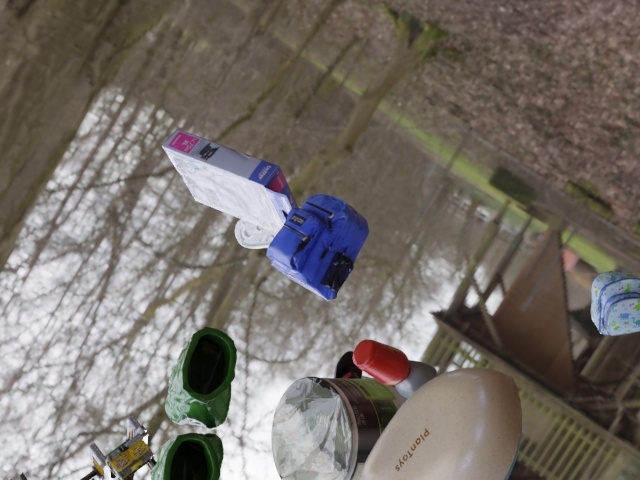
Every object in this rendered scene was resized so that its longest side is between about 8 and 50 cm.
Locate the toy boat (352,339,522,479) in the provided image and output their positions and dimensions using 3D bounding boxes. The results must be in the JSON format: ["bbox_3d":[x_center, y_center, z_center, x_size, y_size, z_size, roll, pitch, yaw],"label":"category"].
[{"bbox_3d":[0.155,0.253,1.196,0.148,0.267,0.318,31,-164,-33],"label":"toy boat"}]

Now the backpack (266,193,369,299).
[{"bbox_3d":[0.000,0.000,1.120,0.098,0.120,0.101,29,172,42],"label":"backpack"}]

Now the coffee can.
[{"bbox_3d":[0.085,0.334,1.475,0.275,0.201,0.201,9,-161,-41],"label":"coffee can"}]

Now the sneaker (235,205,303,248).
[{"bbox_3d":[-0.044,-0.037,2.340,0.323,0.130,0.236,0,-173,29],"label":"sneaker"}]

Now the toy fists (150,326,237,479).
[{"bbox_3d":[-0.175,0.262,1.217,0.096,0.279,0.142,15,154,-17],"label":"toy fists"}]

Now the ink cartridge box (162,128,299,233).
[{"bbox_3d":[-0.151,-0.104,1.720,0.311,0.065,0.185,24,157,30],"label":"ink cartridge box"}]

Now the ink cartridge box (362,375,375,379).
[{"bbox_3d":[0.171,0.439,2.002,0.223,0.223,0.045,14,160,-22],"label":"ink cartridge box"}]

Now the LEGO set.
[{"bbox_3d":[-0.381,0.478,1.574,0.255,0.331,0.192,57,156,17],"label":"LEGO set"}]

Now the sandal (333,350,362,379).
[{"bbox_3d":[0.054,0.323,1.865,0.067,0.179,0.040,28,157,-22],"label":"sandal"}]

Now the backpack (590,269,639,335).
[{"bbox_3d":[0.568,0.118,1.643,0.105,0.114,0.084,-10,-158,1],"label":"backpack"}]
